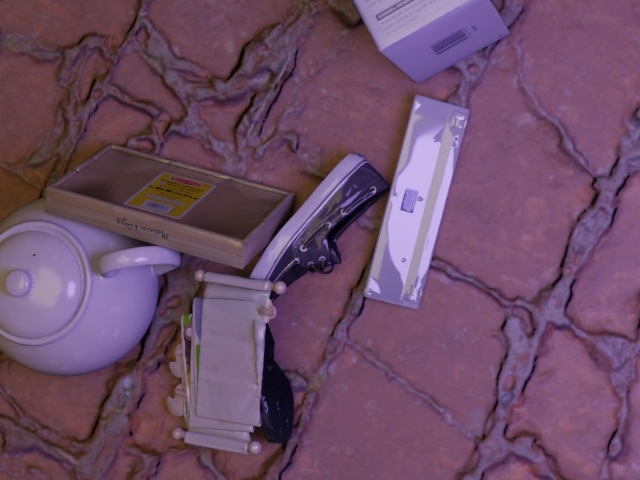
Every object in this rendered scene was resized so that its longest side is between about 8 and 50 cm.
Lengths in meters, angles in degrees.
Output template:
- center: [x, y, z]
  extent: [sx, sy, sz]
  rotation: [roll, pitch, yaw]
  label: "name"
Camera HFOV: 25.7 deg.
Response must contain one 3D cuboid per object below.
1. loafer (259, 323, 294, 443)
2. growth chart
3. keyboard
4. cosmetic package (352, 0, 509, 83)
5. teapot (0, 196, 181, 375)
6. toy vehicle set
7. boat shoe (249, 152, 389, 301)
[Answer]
- center: [-0.081, 0.175, 1.754]
  extent: [0.061, 0.062, 0.170]
  rotation: [-24, 76, 35]
  label: "loafer"
- center: [-0.122, 0.150, 1.735]
  extent: [0.172, 0.021, 0.237]
  rotation: [14, 101, 39]
  label: "growth chart"
- center: [0.118, -0.047, 1.719]
  extent: [0.072, 0.014, 0.256]
  rotation: [15, 90, -3]
  label: "keyboard"
- center: [0.098, -0.326, 1.644]
  extent: [0.138, 0.224, 0.224]
  rotation: [-28, 80, 12]
  label: "cosmetic package"
- center: [-0.332, 0.054, 1.758]
  extent: [0.253, 0.187, 0.256]
  rotation: [35, 95, 14]
  label: "teapot"
- center: [-0.183, -0.047, 1.735]
  extent: [0.267, 0.166, 0.035]
  rotation: [16, 118, 16]
  label: "toy vehicle set"
- center: [0.000, 0.000, 1.732]
  extent: [0.076, 0.080, 0.228]
  rotation: [40, 89, 16]
  label: "boat shoe"
